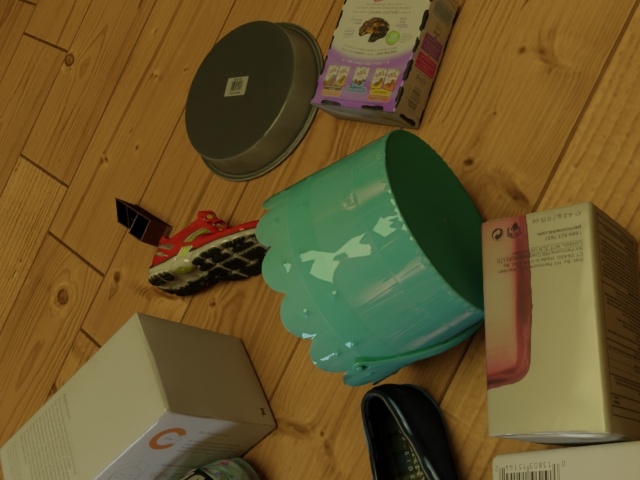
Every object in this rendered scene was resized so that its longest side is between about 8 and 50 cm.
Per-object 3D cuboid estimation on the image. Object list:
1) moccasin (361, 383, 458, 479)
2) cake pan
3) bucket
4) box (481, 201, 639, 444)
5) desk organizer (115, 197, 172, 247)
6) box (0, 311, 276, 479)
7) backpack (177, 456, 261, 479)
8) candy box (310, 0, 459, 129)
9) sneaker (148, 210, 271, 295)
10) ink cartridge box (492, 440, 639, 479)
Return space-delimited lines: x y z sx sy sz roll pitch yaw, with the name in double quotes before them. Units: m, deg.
"moccasin" 0.104 0.333 0.889 0.138 0.117 0.342 -35 56 25
"cake pan" -0.125 -0.247 1.320 0.293 0.054 0.293 -15 66 35
"bucket" 0.079 0.017 0.926 0.183 0.281 0.281 -31 58 28
"box" 0.261 0.096 0.825 0.127 0.148 0.232 -11 68 37
"desk organizer" -0.332 -0.033 1.414 0.130 0.050 0.047 28 93 41
"box" -0.274 0.291 1.145 0.345 0.215 0.168 -42 53 19
"backpack" -0.164 0.384 1.086 0.152 0.115 0.182 47 116 18
"candy box" 0.093 -0.274 1.142 0.165 0.070 0.196 16 86 41
"sneaker" -0.172 0.000 1.244 0.279 0.107 0.118 -16 56 31
"ink cartridge box" 0.283 0.321 0.709 0.296 0.066 0.261 -27 50 52
